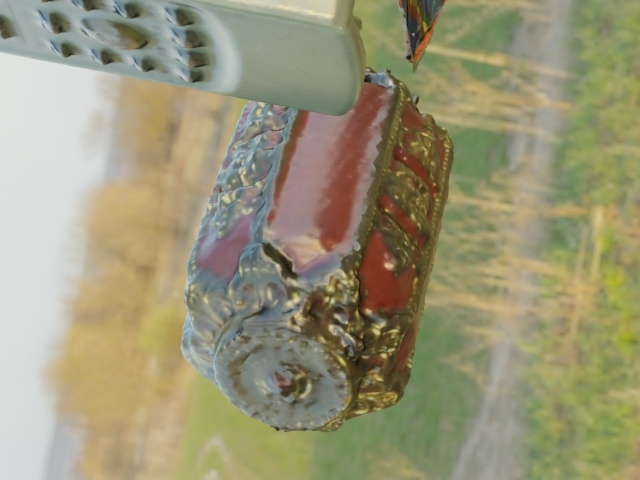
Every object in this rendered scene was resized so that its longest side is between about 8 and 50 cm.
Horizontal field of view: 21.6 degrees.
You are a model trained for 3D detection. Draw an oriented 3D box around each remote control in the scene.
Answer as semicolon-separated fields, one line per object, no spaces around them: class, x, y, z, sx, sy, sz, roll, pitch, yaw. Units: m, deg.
remote control;-0.118;-0.111;0.780;0.123;0.285;0.038;96;-172;-77

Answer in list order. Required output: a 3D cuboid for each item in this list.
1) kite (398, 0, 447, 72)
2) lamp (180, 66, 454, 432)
kite;0.051;-0.204;0.925;0.321;0.016;0.234;38;-126;-66
lamp;0.000;0.000;1.142;0.274;0.177;0.177;-77;3;-46
